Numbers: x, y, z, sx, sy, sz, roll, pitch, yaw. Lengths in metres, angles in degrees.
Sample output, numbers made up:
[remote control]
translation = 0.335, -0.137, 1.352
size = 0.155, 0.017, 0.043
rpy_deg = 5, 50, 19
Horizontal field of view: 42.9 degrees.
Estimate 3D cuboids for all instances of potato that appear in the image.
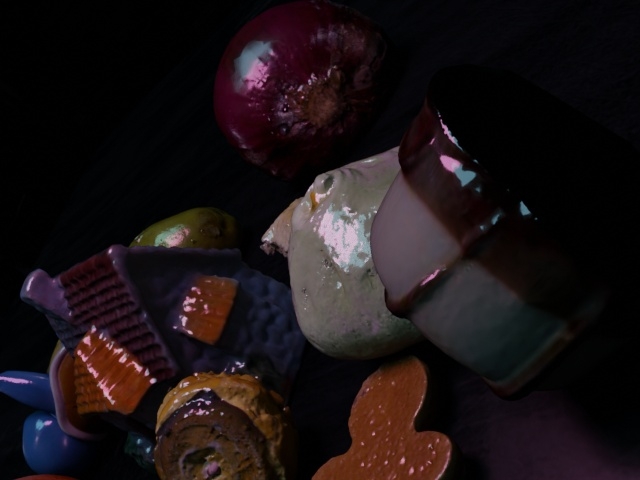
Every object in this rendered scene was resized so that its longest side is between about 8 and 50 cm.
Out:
[potato]
translation = -0.265, 0.023, 1.539
size = 0.253, 0.149, 0.186
rpy_deg = -29, 18, 1

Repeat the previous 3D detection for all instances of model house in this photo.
[model house]
translation = -0.251, 0.138, 1.169
size = 0.360, 0.339, 0.297
rpy_deg = -19, 40, 52

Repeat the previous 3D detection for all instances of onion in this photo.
[onion]
translation = -0.046, -0.288, 1.450
size = 0.337, 0.260, 0.282
rpy_deg = -49, 20, 15

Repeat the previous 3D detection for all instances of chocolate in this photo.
[chocolate]
translation = 0.161, 0.001, 0.701
size = 0.186, 0.283, 0.284
rpy_deg = -54, 20, 35

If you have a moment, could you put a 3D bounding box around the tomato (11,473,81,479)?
[tomato]
translation = -0.375, 0.447, 1.103
size = 0.265, 0.265, 0.265
rpy_deg = -42, 27, 27

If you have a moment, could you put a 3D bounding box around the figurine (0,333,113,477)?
[figurine]
translation = -0.413, 0.238, 1.521
size = 0.416, 0.298, 0.243
rpy_deg = -47, 69, 9

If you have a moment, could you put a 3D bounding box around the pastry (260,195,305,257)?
[pastry]
translation = 0.002, -0.006, 1.186
size = 0.122, 0.089, 0.258
rpy_deg = -61, 26, -3

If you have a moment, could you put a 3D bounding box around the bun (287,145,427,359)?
[bun]
translation = 0.069, -0.013, 0.919
size = 0.283, 0.179, 0.283
rpy_deg = -28, 31, 18

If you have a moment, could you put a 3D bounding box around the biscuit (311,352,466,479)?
[biscuit]
translation = 0.061, 0.254, 0.794
size = 0.205, 0.049, 0.324
rpy_deg = -33, 33, 38

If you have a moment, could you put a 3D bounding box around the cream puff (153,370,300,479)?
[cream puff]
translation = -0.113, 0.240, 0.977
size = 0.189, 0.189, 0.129
rpy_deg = -47, -1, 16
